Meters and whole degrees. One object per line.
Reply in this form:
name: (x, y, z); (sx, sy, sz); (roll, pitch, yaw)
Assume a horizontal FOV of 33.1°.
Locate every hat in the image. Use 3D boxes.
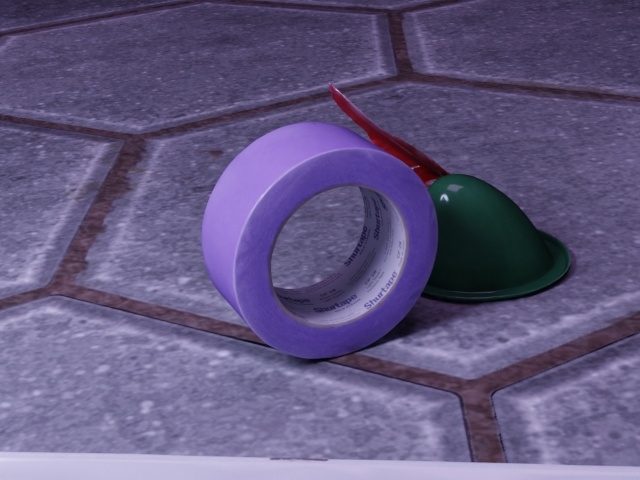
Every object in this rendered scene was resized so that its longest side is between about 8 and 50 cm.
hat: (0.140, -0.058, 1.030); (0.208, 0.184, 0.173); (-13, 26, -20)

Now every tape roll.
tape roll: (0.000, 0.000, 0.916); (0.189, 0.189, 0.080); (-13, 26, -21)

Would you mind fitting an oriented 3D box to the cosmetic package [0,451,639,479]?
cosmetic package: (0.067, 0.175, 0.449); (0.384, 0.156, 0.217); (-1, -16, 3)
